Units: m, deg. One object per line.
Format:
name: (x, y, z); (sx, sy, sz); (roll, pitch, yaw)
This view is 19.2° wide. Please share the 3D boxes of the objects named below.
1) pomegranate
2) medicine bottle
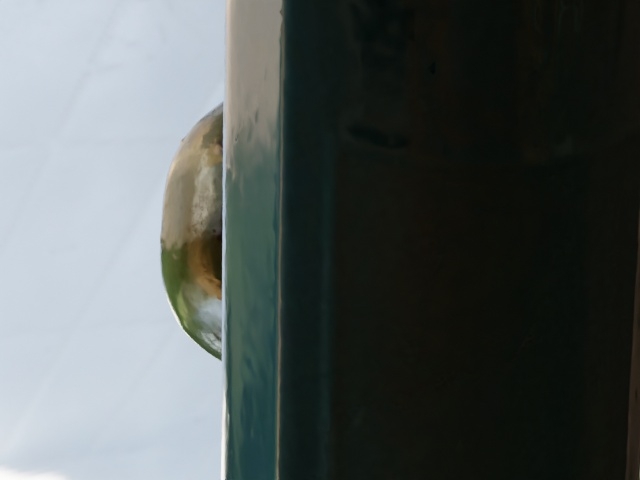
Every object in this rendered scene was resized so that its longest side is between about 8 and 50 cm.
pomegranate: (-0.002, 0.000, 1.032); (0.187, 0.187, 0.225); (-13, 175, -11)
medicine bottle: (0.025, 0.008, 0.346); (0.079, 0.258, 0.124); (-4, -165, -26)
